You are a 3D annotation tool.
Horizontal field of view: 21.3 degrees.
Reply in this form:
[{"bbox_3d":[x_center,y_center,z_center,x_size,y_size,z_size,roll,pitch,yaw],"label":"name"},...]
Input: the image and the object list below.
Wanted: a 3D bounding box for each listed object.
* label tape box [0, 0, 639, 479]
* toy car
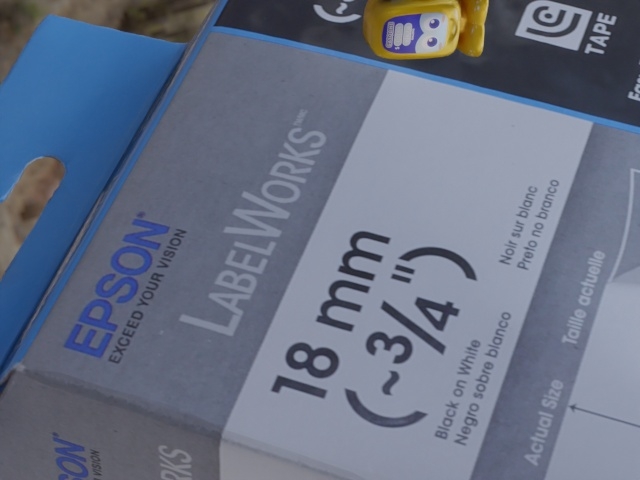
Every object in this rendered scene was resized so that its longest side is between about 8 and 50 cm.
[{"bbox_3d":[0.000,0.000,0.590,0.106,0.334,0.240,91,19,-50],"label":"label tape box"},{"bbox_3d":[0.032,-0.066,0.367,0.122,0.041,0.060,101,-24,-50],"label":"toy car"}]
